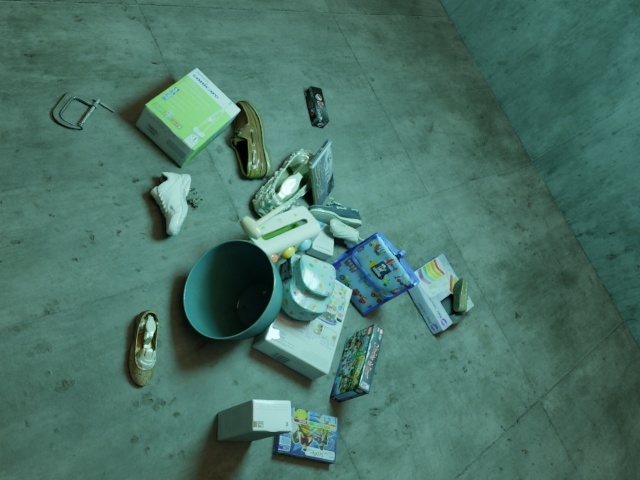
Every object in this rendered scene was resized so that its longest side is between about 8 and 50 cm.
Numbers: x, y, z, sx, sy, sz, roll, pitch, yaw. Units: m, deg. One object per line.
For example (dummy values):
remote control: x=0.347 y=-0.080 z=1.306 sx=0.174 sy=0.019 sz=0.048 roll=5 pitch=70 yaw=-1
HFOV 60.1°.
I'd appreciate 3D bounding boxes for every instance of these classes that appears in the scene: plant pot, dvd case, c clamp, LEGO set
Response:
plant pot: x=-0.226 y=0.168 z=1.629 sx=0.195 sy=0.290 sz=0.290 roll=47 pitch=34 yaw=-59
dvd case: x=0.008 y=-0.242 z=2.053 sx=0.018 sy=0.221 sz=0.165 roll=14 pitch=46 yaw=21
c clamp: x=-0.732 y=-0.395 z=1.698 sx=0.137 sy=0.022 sz=0.161 roll=35 pitch=50 yaw=-16
LEGO set: x=-0.412 y=-0.135 z=1.798 sx=0.054 sy=0.023 sz=0.083 roll=18 pitch=44 yaw=-31

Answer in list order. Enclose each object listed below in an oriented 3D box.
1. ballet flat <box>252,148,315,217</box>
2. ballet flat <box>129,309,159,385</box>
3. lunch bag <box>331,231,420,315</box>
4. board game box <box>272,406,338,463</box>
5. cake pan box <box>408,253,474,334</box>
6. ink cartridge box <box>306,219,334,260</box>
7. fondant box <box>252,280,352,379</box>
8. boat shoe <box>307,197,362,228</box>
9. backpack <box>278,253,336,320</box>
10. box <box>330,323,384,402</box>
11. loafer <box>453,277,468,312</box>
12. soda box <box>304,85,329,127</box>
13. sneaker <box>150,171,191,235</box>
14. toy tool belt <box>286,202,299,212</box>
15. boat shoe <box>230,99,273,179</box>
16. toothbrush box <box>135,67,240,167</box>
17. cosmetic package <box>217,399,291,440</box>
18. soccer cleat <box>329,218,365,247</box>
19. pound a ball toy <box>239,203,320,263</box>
ballet flat: x=-0.091 y=-0.219 z=1.999 sx=0.147 sy=0.147 sz=0.409 roll=43 pitch=48 yaw=-10
ballet flat: x=-0.474 y=0.283 z=1.493 sx=0.073 sy=0.067 sz=0.206 roll=10 pitch=61 yaw=-32
lunch bag: x=0.201 y=0.100 z=1.931 sx=0.221 sy=0.293 sz=0.138 roll=52 pitch=48 yaw=-1
board game box: x=-0.041 y=0.587 z=1.668 sx=0.201 sy=0.035 sz=0.136 roll=23 pitch=55 yaw=-25
cake pan box: x=0.476 y=0.215 z=2.225 sx=0.245 sy=0.070 sz=0.267 roll=-24 pitch=83 yaw=-39
ink cartridge box: x=0.000 y=0.000 z=2.001 sx=0.088 sy=0.052 sz=0.123 roll=21 pitch=54 yaw=-25
fondant box: x=-0.051 y=0.249 z=1.803 sx=0.238 sy=0.096 sz=0.330 roll=33 pitch=52 yaw=-17
boat shoe: x=0.052 y=-0.103 z=2.066 sx=0.254 sy=0.095 sz=0.079 roll=8 pitch=64 yaw=-34
backpack: x=-0.041 y=0.147 z=1.709 sx=0.165 sy=0.144 sz=0.189 roll=23 pitch=57 yaw=-29
box: x=0.120 y=0.400 z=1.803 sx=0.044 sy=0.159 sz=0.233 roll=34 pitch=51 yaw=-17
loafer: x=0.562 y=0.222 z=2.207 sx=0.050 sy=0.056 sz=0.148 roll=26 pitch=64 yaw=-24
soda box: x=-0.015 y=-0.551 z=2.284 sx=0.060 sy=0.053 sz=0.169 roll=3 pitch=65 yaw=-36
sneaker: x=-0.470 y=-0.115 z=1.708 sx=0.115 sy=0.090 sz=0.232 roll=13 pitch=50 yaw=-23
toy tool belt: x=-0.086 y=-0.099 z=1.990 sx=0.051 sy=0.052 sz=0.083 roll=43 pitch=20 yaw=3
boat shoe: x=-0.261 y=-0.365 z=1.966 sx=0.104 sy=0.110 sz=0.308 roll=-9 pitch=72 yaw=-40
toothbrush box: x=-0.439 y=-0.414 z=1.855 sx=0.206 sy=0.122 sz=0.283 roll=43 pitch=50 yaw=-9
cosmetic package: x=-0.181 y=0.486 z=1.487 sx=0.117 sy=0.231 sz=0.086 roll=13 pitch=59 yaw=-31
soccer cleat: x=0.097 y=-0.030 z=2.024 sx=0.196 sy=0.076 sz=0.068 roll=41 pitch=44 yaw=-51
pound a ball toy: x=-0.134 y=-0.012 z=1.794 sx=0.319 sy=0.208 sz=0.136 roll=-25 pitch=71 yaw=-43
